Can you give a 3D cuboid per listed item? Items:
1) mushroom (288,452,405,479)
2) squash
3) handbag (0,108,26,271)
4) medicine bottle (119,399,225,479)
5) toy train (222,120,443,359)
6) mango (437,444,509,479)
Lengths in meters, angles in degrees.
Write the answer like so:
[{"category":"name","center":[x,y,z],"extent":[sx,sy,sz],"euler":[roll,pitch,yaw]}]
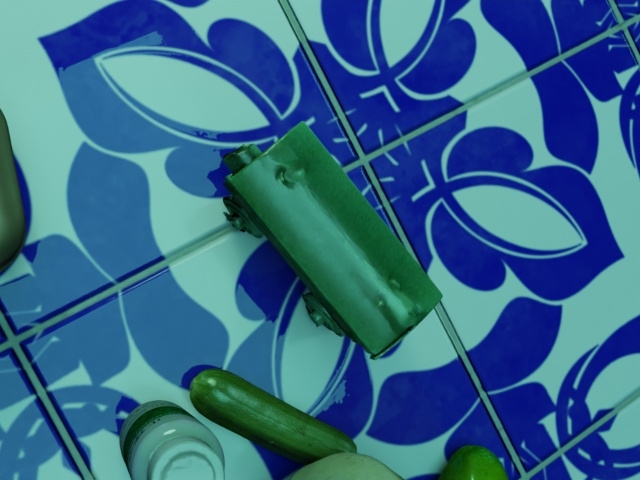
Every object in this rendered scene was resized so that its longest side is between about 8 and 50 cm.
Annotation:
[{"category":"mushroom","center":[0.061,0.370,0.893],"extent":[0.234,0.260,0.254],"euler":[-15,55,-42]},{"category":"squash","center":[-0.058,0.224,0.949],"extent":[0.228,0.066,0.066],"euler":[29,77,-14]},{"category":"handbag","center":[-0.467,-0.085,0.785],"extent":[0.301,0.149,0.283],"euler":[-3,83,-26]},{"category":"medicine bottle","center":[-0.158,0.226,0.814],"extent":[0.095,0.260,0.095],"euler":[2,84,-20]},{"category":"toy train","center":[0.000,0.000,0.920],"extent":[0.120,0.202,0.301],"euler":[-41,98,-13]},{"category":"mango","center":[0.195,0.357,1.002],"extent":[0.119,0.100,0.179],"euler":[19,72,-13]}]
